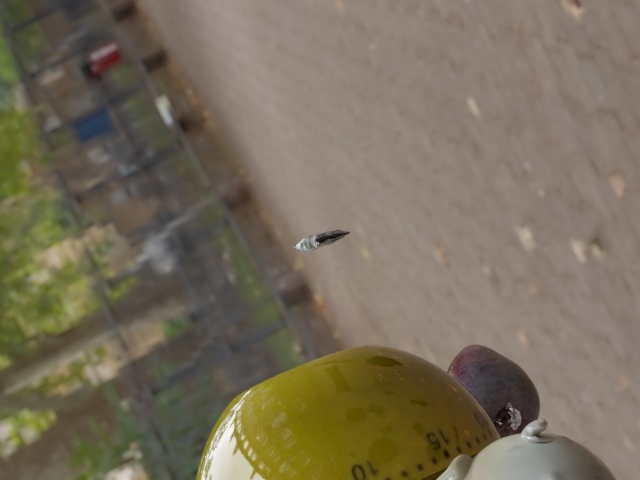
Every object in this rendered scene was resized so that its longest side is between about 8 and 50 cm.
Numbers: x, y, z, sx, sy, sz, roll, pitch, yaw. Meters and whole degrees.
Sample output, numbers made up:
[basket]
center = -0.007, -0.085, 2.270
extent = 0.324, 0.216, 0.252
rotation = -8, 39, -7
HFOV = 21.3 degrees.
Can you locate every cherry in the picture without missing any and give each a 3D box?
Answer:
[cherry]
center = 0.184, 0.193, 2.146
extent = 0.115, 0.188, 0.148
rotation = 132, 136, -58

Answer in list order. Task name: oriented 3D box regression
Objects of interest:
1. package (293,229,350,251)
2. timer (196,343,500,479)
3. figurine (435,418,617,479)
[package]
center = 0.000, 0.000, 1.733
extent = 0.110, 0.037, 0.015
rotation = 160, 97, -76
[timer]
center = 0.055, 0.313, 1.772
extent = 0.376, 0.376, 0.387
rotation = 92, 157, -82
[figurine]
center = 0.069, 0.275, 1.424
extent = 0.274, 0.394, 0.227
rotation = 34, -129, -86
